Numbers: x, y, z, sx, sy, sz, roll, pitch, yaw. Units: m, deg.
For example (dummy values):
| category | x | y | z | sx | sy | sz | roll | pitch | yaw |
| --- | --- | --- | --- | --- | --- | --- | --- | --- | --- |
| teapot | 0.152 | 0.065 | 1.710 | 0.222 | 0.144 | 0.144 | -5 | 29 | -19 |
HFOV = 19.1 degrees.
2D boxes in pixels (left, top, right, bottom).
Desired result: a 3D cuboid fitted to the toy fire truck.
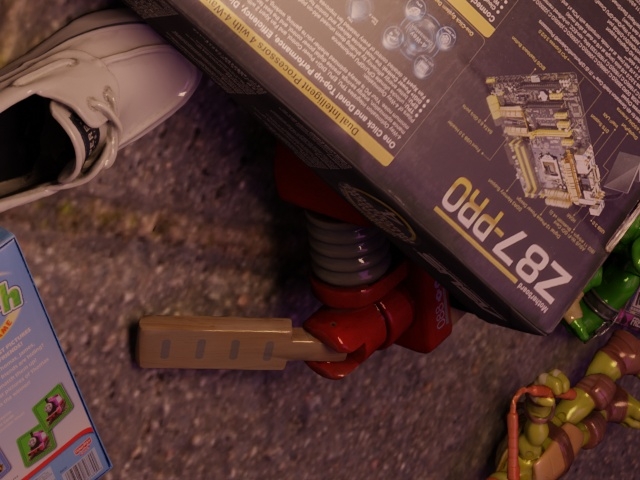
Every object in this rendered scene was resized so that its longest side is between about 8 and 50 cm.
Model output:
| category | x | y | z | sx | sy | sz | roll | pitch | yaw |
| --- | --- | --- | --- | --- | --- | --- | --- | --- | --- |
| toy fire truck | 0.000 | 0.000 | 1.308 | 0.246 | 0.158 | 0.217 | -40 | 137 | -38 |

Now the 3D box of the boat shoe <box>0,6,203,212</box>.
| category | x | y | z | sx | sy | sz | roll | pitch | yaw |
| --- | --- | --- | --- | --- | --- | --- | --- | --- | --- |
| boat shoe | -0.160 | -0.064 | 1.131 | 0.258 | 0.084 | 0.095 | -29 | 130 | -32 |

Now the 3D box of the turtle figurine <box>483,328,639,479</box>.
| category | x | y | z | sx | sy | sz | roll | pitch | yaw |
| --- | --- | --- | --- | --- | --- | --- | --- | --- | --- |
| turtle figurine | 0.200 | 0.185 | 1.642 | 0.217 | 0.087 | 0.269 | -37 | 136 | -35 |

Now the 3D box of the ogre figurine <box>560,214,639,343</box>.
| category | x | y | z | sx | sy | sz | roll | pitch | yaw |
| --- | --- | --- | --- | --- | --- | --- | --- | --- | --- |
| ogre figurine | 0.226 | 0.002 | 1.567 | 0.118 | 0.097 | 0.197 | -39 | 122 | 0 |

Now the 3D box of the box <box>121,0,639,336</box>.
| category | x | y | z | sx | sy | sz | roll | pitch | yaw |
| --- | --- | --- | --- | --- | --- | --- | --- | --- | --- |
| box | 0.083 | -0.181 | 1.182 | 0.395 | 0.097 | 0.318 | 40 | 78 | -20 |

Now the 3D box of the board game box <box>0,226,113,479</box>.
| category | x | y | z | sx | sy | sz | roll | pitch | yaw |
| --- | --- | --- | --- | --- | --- | --- | --- | --- | --- |
| board game box | -0.229 | 0.113 | 1.194 | 0.160 | 0.039 | 0.211 | -38 | 135 | -25 |

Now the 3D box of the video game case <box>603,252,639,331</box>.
| category | x | y | z | sx | sy | sz | roll | pitch | yaw |
| --- | --- | --- | --- | --- | --- | --- | --- | --- | --- |
| video game case | 0.356 | -0.003 | 1.731 | 0.232 | 0.042 | 0.210 | 20 | 95 | -49 |
